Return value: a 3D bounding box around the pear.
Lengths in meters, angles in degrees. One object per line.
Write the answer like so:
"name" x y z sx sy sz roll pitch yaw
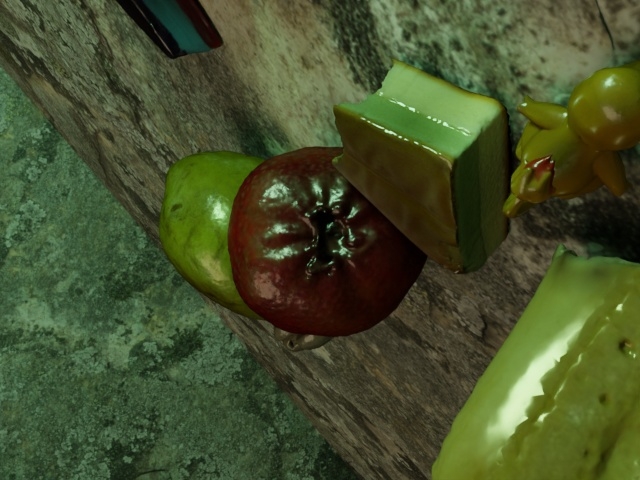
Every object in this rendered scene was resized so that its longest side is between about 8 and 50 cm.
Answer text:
"pear" -0.138 -0.010 1.137 0.321 0.269 0.269 56 159 -5

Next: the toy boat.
"toy boat" -0.301 -0.424 0.987 0.392 0.079 0.136 50 160 -2

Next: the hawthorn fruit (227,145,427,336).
"hawthorn fruit" 0.000 0.000 0.927 0.265 0.265 0.307 48 180 -4

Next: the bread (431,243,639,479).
"bread" 0.302 0.231 0.591 0.361 0.394 0.250 26 167 37

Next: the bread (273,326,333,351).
"bread" 0.000 0.126 1.254 0.102 0.183 0.337 51 157 -3

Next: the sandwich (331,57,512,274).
"sandwich" 0.112 -0.077 0.752 0.186 0.108 0.220 32 158 34

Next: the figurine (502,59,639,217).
"figurine" 0.205 -0.076 0.545 0.121 0.122 0.176 46 161 10
